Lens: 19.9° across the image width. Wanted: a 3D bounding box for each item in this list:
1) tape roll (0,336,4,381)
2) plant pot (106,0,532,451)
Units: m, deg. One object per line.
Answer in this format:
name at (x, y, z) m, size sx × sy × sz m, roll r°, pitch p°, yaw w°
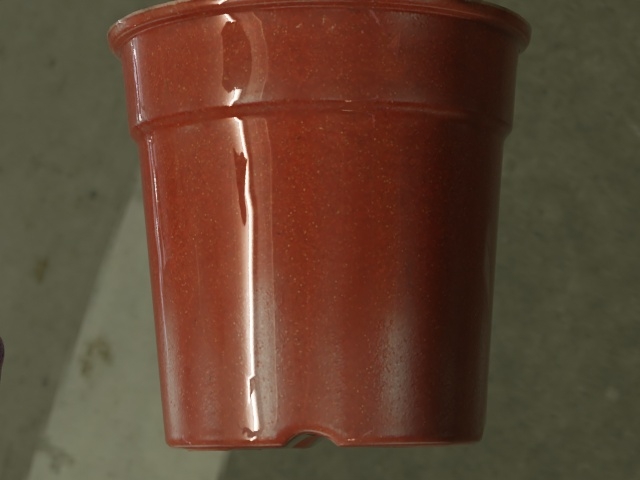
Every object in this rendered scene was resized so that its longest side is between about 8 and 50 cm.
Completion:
tape roll at (-0.303, 0.097, 1.179) m, size 0.189 × 0.189 × 0.080 m, roll 34°, pitch 121°, yaw 46°
plant pot at (0.000, 0.000, 1.155) m, size 0.272 × 0.272 × 0.265 m, roll -7°, pitch 81°, yaw 43°
